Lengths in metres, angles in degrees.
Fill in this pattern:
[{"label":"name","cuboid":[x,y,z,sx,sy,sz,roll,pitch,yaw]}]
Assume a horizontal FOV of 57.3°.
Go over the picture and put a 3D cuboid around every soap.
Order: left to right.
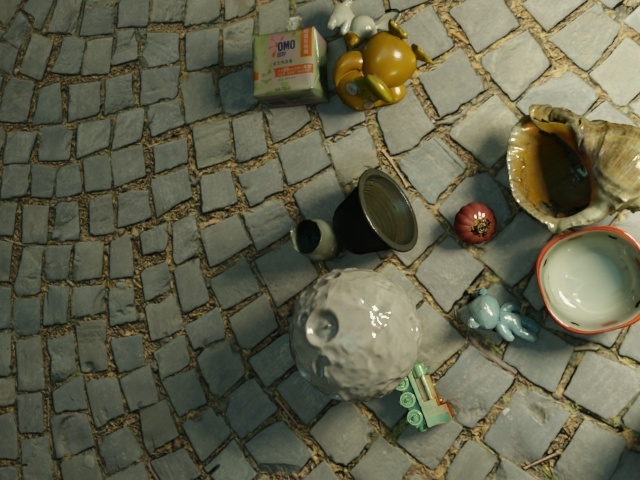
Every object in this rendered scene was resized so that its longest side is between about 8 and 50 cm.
[{"label":"soap","cuboid":[-0.084,-0.484,1.655,0.199,0.138,0.182,-2,86,21]}]

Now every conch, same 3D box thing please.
[{"label":"conch","cuboid":[0.601,-0.158,1.357,0.297,0.210,0.352,-47,51,13]}]

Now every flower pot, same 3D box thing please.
[{"label":"flower pot","cuboid":[0.129,-0.053,1.530,0.148,0.235,0.235,-29,77,38]}]

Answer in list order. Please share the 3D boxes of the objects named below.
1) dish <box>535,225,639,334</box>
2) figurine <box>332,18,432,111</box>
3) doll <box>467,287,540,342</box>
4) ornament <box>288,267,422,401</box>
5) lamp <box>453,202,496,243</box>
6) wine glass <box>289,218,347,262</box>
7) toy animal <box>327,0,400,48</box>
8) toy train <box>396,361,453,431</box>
[{"label":"dish","cuboid":[0.632,0.091,1.366,0.256,0.117,0.256,-1,87,20]},{"label":"figurine","cuboid":[0.155,-0.451,1.558,0.215,0.215,0.228,31,83,19]},{"label":"doll","cuboid":[0.452,0.200,1.462,0.180,0.075,0.120,27,58,1]},{"label":"ornament","cuboid":[0.080,0.232,1.453,0.337,0.337,0.337,-1,87,20]},{"label":"lamp","cuboid":[0.390,-0.043,1.477,0.107,0.092,0.107,-2,109,-7]},{"label":"wine glass","cuboid":[0.000,0.000,1.564,0.111,0.204,0.111,-3,83,24]},{"label":"toy animal","cuboid":[0.118,-0.592,1.599,0.182,0.131,0.127,24,117,10]},{"label":"toy train","cuboid":[0.261,0.399,1.518,0.118,0.074,0.176,-22,75,8]}]
